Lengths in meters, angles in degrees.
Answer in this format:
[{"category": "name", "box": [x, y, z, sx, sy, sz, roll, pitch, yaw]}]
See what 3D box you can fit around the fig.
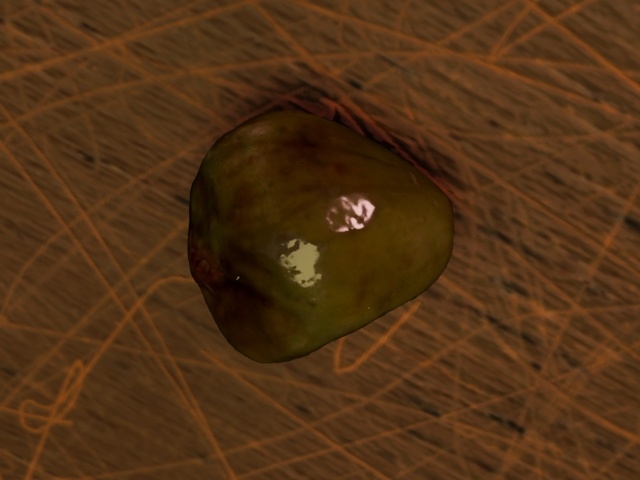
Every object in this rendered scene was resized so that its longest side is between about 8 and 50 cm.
[{"category": "fig", "box": [0.000, 0.000, 1.163, 0.166, 0.144, 0.154, 3, 81, 0]}]
